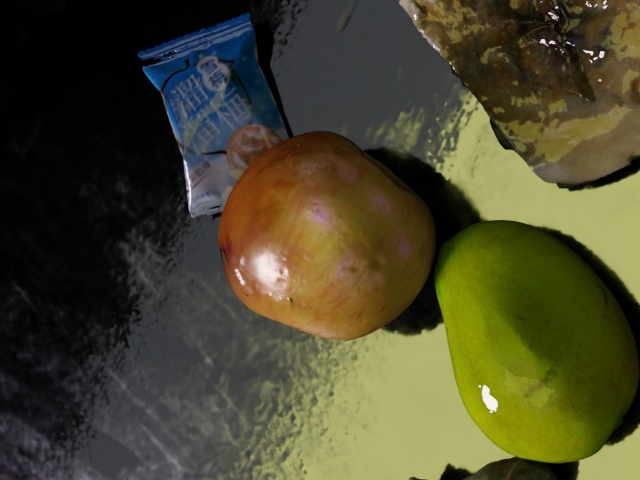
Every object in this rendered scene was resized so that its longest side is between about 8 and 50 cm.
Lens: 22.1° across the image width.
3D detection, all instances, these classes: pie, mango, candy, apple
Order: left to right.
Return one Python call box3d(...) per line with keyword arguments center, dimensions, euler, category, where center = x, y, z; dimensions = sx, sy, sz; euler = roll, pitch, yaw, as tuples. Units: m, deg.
box3d(center=(-0.069, -0.084, 1.164), dimensions=(0.088, 0.038, 0.136), euler=(-18, 89, 5), category="candy")
box3d(center=(0.000, 0.000, 1.077), dimensions=(0.146, 0.146, 0.147), euler=(-1, 88, 20), category="apple")
box3d(center=(0.140, 0.061, 1.045), dimensions=(0.117, 0.089, 0.163), euler=(-11, 74, -3), category="mango")
box3d(center=(0.161, -0.154, 1.072), dimensions=(0.185, 0.052, 0.218), euler=(-42, 77, 9), category="pie")

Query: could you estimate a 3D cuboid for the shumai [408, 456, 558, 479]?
box3d(center=(0.094, 0.185, 1.071), dimensions=(0.124, 0.099, 0.087), euler=(-42, 45, -17), category="shumai")
